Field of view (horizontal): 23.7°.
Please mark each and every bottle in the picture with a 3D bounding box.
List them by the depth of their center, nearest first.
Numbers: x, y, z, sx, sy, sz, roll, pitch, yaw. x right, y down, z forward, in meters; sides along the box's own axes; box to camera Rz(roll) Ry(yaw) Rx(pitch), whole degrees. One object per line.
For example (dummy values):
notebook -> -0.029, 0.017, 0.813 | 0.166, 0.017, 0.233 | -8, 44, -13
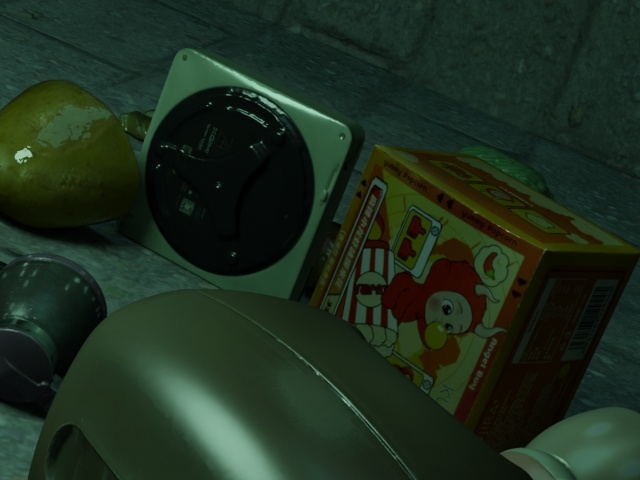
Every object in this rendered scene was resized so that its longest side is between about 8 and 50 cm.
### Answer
bottle -> 0.239, 0.254, 1.514 | 0.237, 0.147, 0.147 | -7, 32, -44

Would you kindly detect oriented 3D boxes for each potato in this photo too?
potato -> -0.342, -0.090, 1.833 | 0.203, 0.178, 0.158 | 51, 40, 10

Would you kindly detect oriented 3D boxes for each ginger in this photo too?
ginger -> 0.000, 0.000, 2.088 | 0.131, 0.086, 0.294 | -2, 15, -4

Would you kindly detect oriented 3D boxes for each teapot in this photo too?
teapot -> -0.269, 0.102, 1.449 | 0.116, 0.148, 0.146 | -11, 24, 16

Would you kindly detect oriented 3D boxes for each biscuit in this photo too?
biscuit -> -0.187, -0.171, 2.442 | 0.187, 0.036, 0.273 | 27, 18, 15

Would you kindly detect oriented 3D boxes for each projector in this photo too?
projector -> -0.106, -0.073, 1.873 | 0.259, 0.257, 0.079 | 28, 17, 19

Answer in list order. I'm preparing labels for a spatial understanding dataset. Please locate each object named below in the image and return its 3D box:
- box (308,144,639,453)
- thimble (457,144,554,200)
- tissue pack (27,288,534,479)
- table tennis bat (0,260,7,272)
box -> 0.150, 0.076, 1.687 | 0.259, 0.283, 0.214 | 34, 19, 35
thimble -> 0.234, -0.024, 2.208 | 0.150, 0.219, 0.219 | 28, 18, 21
tissue pack -> -0.039, 0.208, 1.087 | 0.277, 0.267, 0.387 | 3, 26, -42
table tennis bat -> -0.403, 0.048, 1.551 | 0.173, 0.022, 0.301 | 29, 16, 23
